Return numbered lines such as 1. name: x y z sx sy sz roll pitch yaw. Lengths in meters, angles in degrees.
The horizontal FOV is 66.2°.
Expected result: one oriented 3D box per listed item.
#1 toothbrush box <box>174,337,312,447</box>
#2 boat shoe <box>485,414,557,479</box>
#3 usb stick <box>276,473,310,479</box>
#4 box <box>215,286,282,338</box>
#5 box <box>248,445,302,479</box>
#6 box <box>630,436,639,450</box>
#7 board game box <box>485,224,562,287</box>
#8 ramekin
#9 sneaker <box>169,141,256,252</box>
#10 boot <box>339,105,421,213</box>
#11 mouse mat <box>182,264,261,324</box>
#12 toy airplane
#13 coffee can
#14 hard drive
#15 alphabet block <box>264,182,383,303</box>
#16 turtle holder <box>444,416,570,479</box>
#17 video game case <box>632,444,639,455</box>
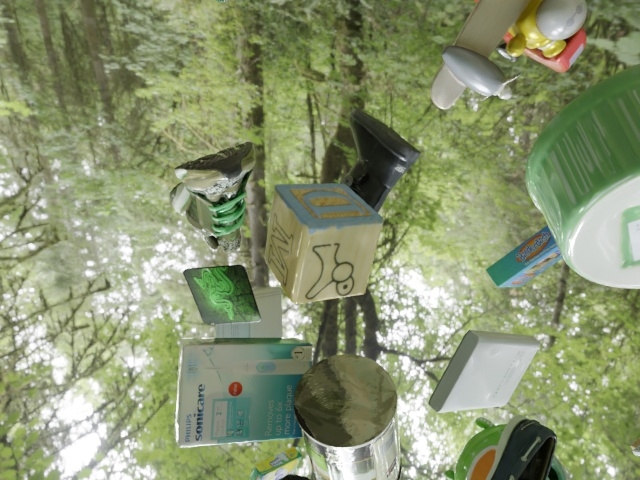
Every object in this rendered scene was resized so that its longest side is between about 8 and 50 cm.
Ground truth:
1. toothbrush box: -0.178 0.338 1.136 0.295 0.217 0.126 5 175 -19
2. boat shoe: 0.333 0.431 0.828 0.095 0.255 0.079 27 172 -24
3. usb stick: -0.129 0.550 1.018 0.077 0.278 0.045 33 -147 -29
4. box: -0.201 0.228 1.403 0.118 0.182 0.181 -2 178 24
5. box: -0.124 0.654 1.389 0.043 0.105 0.179 35 -157 32
6. box: 0.998 0.553 1.365 0.164 0.021 0.201 -31 175 -13
7. board game box: 0.457 0.019 0.999 0.160 0.210 0.047 8 -134 -53
8. ramekin: 0.443 -0.067 0.643 0.303 0.304 0.148 1 -129 3
9. sneaker: -0.191 -0.070 0.991 0.158 0.182 0.410 -27 -178 -20
10. boot: 0.087 -0.178 1.601 0.146 0.445 0.367 19 -156 -30
11. mouse mat: -0.233 0.135 1.181 0.152 0.190 0.007 -5 -144 8
12. toy airplane: 0.392 -0.476 0.957 0.384 0.386 0.272 -18 -141 -12
13. coffee can: 0.064 0.400 1.021 0.201 0.276 0.202 -6 -141 5
14. hard drive: 0.465 0.364 1.365 0.352 0.233 0.047 13 -164 -42
15. alphabet block: 0.000 0.000 1.098 0.192 0.197 0.193 -3 -148 -26
16. turtle holder: 0.487 0.605 1.185 0.243 0.320 0.227 -41 -161 -9
17. video game case: 0.698 0.397 0.979 0.122 0.011 0.087 -24 170 -18
